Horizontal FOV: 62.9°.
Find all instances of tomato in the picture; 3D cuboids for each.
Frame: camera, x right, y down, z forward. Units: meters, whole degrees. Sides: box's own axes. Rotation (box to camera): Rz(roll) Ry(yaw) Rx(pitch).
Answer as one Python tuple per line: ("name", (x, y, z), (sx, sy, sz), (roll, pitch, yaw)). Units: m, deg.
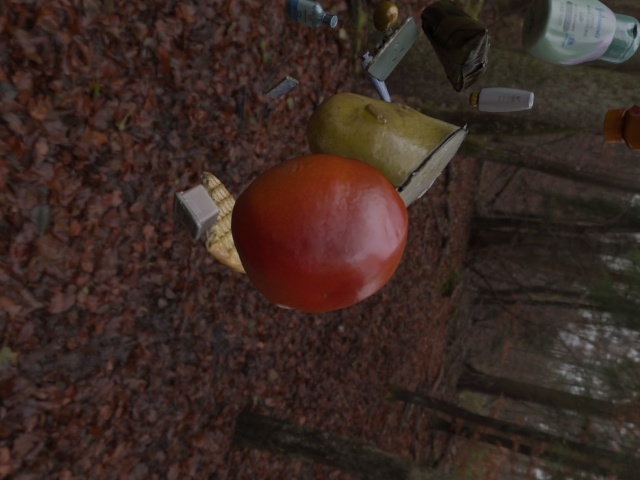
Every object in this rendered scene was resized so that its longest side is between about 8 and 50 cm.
("tomato", (0.000, 0.003, 0.750), (0.260, 0.259, 0.180), (77, 11, -54))

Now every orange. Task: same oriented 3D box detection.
("orange", (0.213, -0.738, 1.724), (0.095, 0.085, 0.085), (-55, 175, 23))

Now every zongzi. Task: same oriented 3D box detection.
("zongzi", (0.396, -0.616, 1.499), (0.300, 0.138, 0.286), (46, 19, -78))

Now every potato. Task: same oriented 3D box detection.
("potato", (0.148, -0.239, 1.260), (0.397, 0.296, 0.290), (-38, 166, -50))

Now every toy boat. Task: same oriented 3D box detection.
("toy boat", (-0.136, -0.535, 1.831), (0.063, 0.115, 0.016), (6, 67, -50))

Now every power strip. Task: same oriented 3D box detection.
("power strip", (0.208, -0.593, 1.602), (0.198, 0.064, 0.213), (-47, 170, 16))

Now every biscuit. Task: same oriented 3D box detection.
("biscuit", (-0.213, -0.033, 1.272), (0.204, 0.040, 0.309), (48, 16, -39))

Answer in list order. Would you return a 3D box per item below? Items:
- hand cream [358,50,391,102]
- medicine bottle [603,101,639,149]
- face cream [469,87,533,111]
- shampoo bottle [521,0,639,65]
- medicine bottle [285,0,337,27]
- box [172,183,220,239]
("hand cream", (0.216, -0.599, 1.991), (0.256, 0.055, 0.088), (57, 14, -32))
("medicine bottle", (0.952, -0.334, 1.510), (0.149, 0.222, 0.112), (-37, 122, -36))
("face cream", (0.542, -0.423, 1.574), (0.051, 0.182, 0.072), (-3, 101, -56))
("shampoo bottle", (0.815, -0.642, 1.615), (0.151, 0.349, 0.222), (165, -66, -80))
("medicine bottle", (-0.035, -0.816, 1.880), (0.053, 0.208, 0.090), (-44, 151, -34))
("box", (-0.258, -0.062, 1.088), (0.062, 0.089, 0.122), (-36, 179, -21))
